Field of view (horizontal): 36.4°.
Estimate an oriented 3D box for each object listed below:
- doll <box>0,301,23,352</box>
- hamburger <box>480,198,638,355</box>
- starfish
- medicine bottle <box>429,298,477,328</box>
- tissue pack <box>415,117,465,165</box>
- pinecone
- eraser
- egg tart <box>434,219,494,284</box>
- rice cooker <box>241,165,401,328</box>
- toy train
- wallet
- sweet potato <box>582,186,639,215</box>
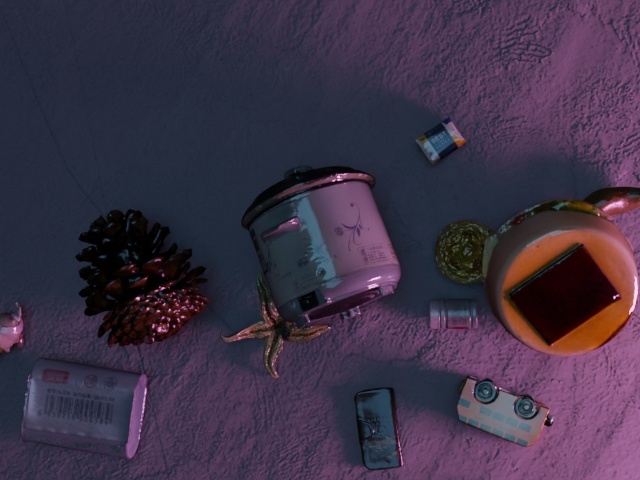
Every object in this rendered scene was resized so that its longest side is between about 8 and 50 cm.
[{"bbox_3d":[-0.643,0.190,2.008,0.084,0.073,0.127,37,94,-23],"label":"doll"},{"bbox_3d":[0.444,0.069,1.797,0.302,0.170,0.302,1,107,3],"label":"hamburger"},{"bbox_3d":[-0.089,0.164,1.930,0.223,0.050,0.216,-12,105,-5],"label":"starfish"},{"bbox_3d":[0.257,0.142,1.884,0.091,0.058,0.058,-1,83,8],"label":"medicine bottle"},{"bbox_3d":[0.238,-0.196,1.934,0.083,0.042,0.062,-33,83,4],"label":"tissue pack"},{"bbox_3d":[-0.359,0.061,1.897,0.246,0.246,0.292,-35,70,3],"label":"pinecone"},{"bbox_3d":[-0.474,0.337,1.956,0.227,0.081,0.174,8,88,8],"label":"eraser"},{"bbox_3d":[0.285,0.022,1.900,0.129,0.049,0.128,-1,86,12],"label":"egg tart"},{"bbox_3d":[0.000,0.000,1.823,0.264,0.317,0.316,-28,79,35],"label":"rice cooker"},{"bbox_3d":[0.345,0.324,1.844,0.188,0.072,0.099,21,86,10],"label":"toy train"},{"bbox_3d":[0.113,0.367,1.900,0.082,0.018,0.156,-7,84,8],"label":"wallet"},{"bbox_3d":[0.520,-0.050,1.872,0.249,0.059,0.069,-32,93,8],"label":"sweet potato"}]
